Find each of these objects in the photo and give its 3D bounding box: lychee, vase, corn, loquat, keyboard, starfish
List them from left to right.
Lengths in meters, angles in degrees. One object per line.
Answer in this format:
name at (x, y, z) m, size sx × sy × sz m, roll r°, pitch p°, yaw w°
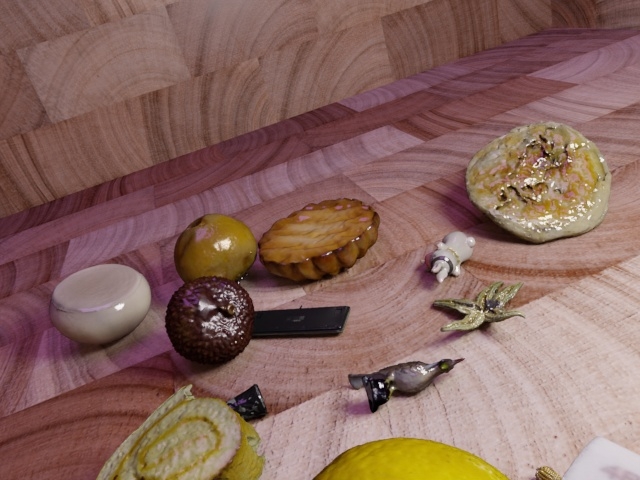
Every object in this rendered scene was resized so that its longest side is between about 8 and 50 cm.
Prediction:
lychee at (-0.227, 0.167, 1.121) m, size 0.195 × 0.194 × 0.194 m, roll -13°, pitch 27°, yaw 7°
loquat at (-0.264, 0.035, 1.374) m, size 0.213 × 0.213 × 0.213 m, roll -13°, pitch 27°, yaw 7°
vase at (-0.178, 0.310, 0.945) m, size 0.167 × 0.059 × 0.059 m, roll -22°, pitch 27°, yaw -10°
keyboard at (-0.051, 0.174, 1.169) m, size 0.230 × 0.025 × 0.093 m, roll -5°, pitch 30°, yaw 22°
starfish at (0.302, 0.128, 1.030) m, size 0.224 × 0.050 × 0.217 m, roll -21°, pitch 18°, yaw -34°
corn at (0.304, 0.317, 0.688) m, size 0.028 × 0.027 × 0.083 m, roll -28°, pitch 30°, yaw -14°

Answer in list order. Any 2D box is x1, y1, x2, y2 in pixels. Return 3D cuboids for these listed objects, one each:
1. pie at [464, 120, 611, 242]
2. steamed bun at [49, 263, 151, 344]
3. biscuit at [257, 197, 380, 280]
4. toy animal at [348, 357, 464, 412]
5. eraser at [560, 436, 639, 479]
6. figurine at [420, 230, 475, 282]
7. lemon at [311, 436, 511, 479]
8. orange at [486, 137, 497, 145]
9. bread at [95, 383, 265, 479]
pie at (0.502, -0.141, 1.267) m, size 0.339 × 0.077 × 0.339 m, roll -10°, pitch 55°, yaw 14°
steamed bun at (-0.528, 0.167, 1.322) m, size 0.232 × 0.145 × 0.231 m, roll -1°, pitch 30°, yaw 1°
biscuit at (0.000, 0.000, 1.388) m, size 0.326 × 0.107 × 0.325 m, roll -16°, pitch 25°, yaw 8°
toy animal at (0.145, 0.227, 0.913) m, size 0.203 × 0.070 × 0.105 m, roll -19°, pitch 8°, yaw 5°
eraser at (0.375, 0.323, 0.535) m, size 0.174 × 0.094 × 0.270 m, roll -27°, pitch 31°, yaw -36°
figurine at (0.272, 0.050, 1.192) m, size 0.146 × 0.081 × 0.098 m, roll -41°, pitch -9°, yaw -31°
lemon at (0.093, 0.329, 0.521) m, size 0.293 × 0.293 × 0.293 m, roll -13°, pitch 27°, yaw 7°
orange at (0.492, -0.198, 1.447) m, size 0.134 × 0.155 × 0.154 m, roll -51°, pitch 9°, yaw 31°
bread at (-0.216, 0.346, 0.810) m, size 0.257 × 0.124 × 0.186 m, roll -35°, pitch 39°, yaw -15°
